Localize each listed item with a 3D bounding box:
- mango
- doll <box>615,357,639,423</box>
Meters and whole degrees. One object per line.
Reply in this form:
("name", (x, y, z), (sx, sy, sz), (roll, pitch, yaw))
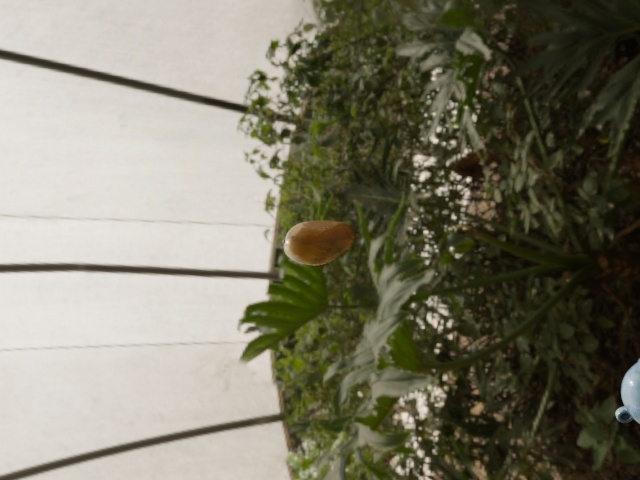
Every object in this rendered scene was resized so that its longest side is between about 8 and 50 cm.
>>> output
("mango", (0.000, 0.000, 0.901), (0.079, 0.114, 0.057), (28, 126, 48))
("doll", (0.738, 0.282, 1.273), (0.314, 0.177, 0.141), (-37, 16, 18))
